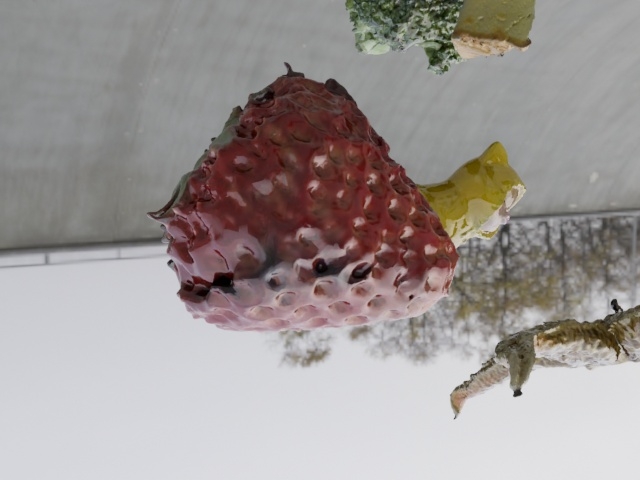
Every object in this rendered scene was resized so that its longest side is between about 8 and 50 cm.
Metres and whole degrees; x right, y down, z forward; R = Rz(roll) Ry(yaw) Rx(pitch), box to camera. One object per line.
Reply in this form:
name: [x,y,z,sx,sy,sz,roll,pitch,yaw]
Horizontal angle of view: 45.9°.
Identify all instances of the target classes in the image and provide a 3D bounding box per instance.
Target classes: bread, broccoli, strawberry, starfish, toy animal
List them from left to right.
strawberry: [-0.017,0.006,0.711,0.253,0.280,0.150,-38,-165,4]
broccoli: [0.158,-0.427,1.349,0.235,0.288,0.260,-31,-175,5]
toy animal: [0.219,-0.053,1.243,0.230,0.156,0.156,-31,-170,-5]
bread: [0.240,-0.285,1.008,0.109,0.084,0.080,15,180,27]
starfish: [0.162,0.069,0.492,0.138,0.050,0.247,-17,161,-4]
